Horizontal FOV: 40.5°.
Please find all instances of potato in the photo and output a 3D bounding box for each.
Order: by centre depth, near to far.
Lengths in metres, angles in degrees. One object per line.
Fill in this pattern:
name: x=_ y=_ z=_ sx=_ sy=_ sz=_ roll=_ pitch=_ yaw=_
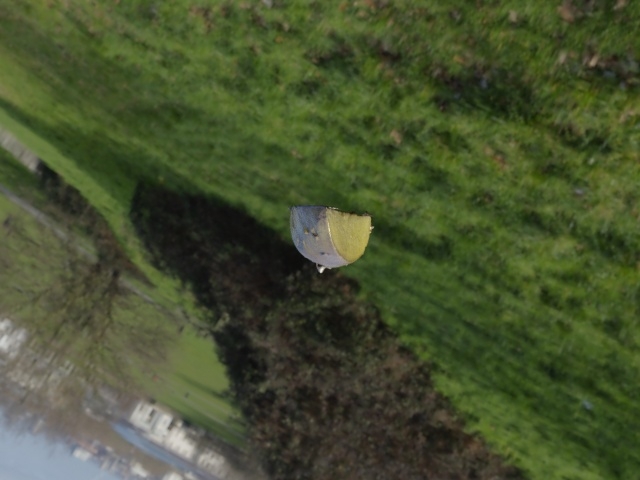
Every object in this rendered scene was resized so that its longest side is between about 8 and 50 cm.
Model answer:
potato: x=0.000 y=0.000 z=1.152 sx=0.101 sy=0.089 sz=0.172 roll=5 pitch=-179 yaw=20
